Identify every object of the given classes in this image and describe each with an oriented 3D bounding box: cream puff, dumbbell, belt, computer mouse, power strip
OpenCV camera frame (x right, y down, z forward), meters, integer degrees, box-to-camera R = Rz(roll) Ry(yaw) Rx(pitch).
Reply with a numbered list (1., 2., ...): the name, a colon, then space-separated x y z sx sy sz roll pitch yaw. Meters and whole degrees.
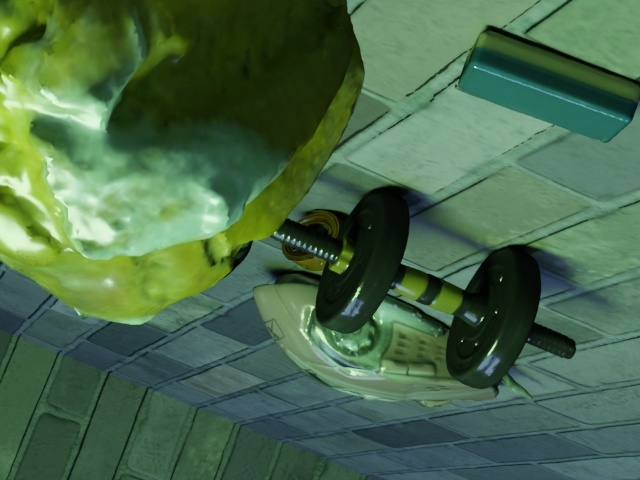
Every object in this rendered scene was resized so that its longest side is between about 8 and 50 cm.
1. cream puff: -0.134 -0.141 0.945 0.378 0.275 0.378 42 -171 -8
2. dumbbell: 0.102 0.047 1.508 0.325 0.143 0.143 23 165 -14
3. belt: 0.000 0.000 1.636 0.083 0.059 0.036 -12 148 43
4. computer mouse: 0.084 0.151 1.958 0.389 0.115 0.199 25 167 -14
5. power strip: 0.161 -0.107 1.104 0.123 0.032 0.056 20 165 -2

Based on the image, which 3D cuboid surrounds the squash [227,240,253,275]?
1. squash: -0.154 -0.031 1.528 0.193 0.156 0.193 5 132 6
